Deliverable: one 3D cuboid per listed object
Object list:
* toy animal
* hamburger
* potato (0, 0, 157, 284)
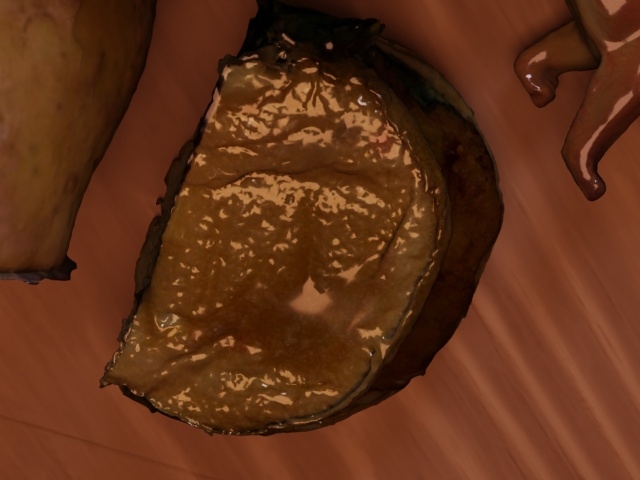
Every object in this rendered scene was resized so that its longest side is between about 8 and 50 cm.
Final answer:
[{"bbox_3d":[0.180,-0.148,1.077,0.157,0.097,0.312,-26,106,3],"label":"toy animal"},{"bbox_3d":[0.000,0.000,1.125,0.211,0.132,0.309,22,114,-4],"label":"hamburger"},{"bbox_3d":[-0.240,-0.141,1.029,0.301,0.288,0.237,30,109,33],"label":"potato"}]
